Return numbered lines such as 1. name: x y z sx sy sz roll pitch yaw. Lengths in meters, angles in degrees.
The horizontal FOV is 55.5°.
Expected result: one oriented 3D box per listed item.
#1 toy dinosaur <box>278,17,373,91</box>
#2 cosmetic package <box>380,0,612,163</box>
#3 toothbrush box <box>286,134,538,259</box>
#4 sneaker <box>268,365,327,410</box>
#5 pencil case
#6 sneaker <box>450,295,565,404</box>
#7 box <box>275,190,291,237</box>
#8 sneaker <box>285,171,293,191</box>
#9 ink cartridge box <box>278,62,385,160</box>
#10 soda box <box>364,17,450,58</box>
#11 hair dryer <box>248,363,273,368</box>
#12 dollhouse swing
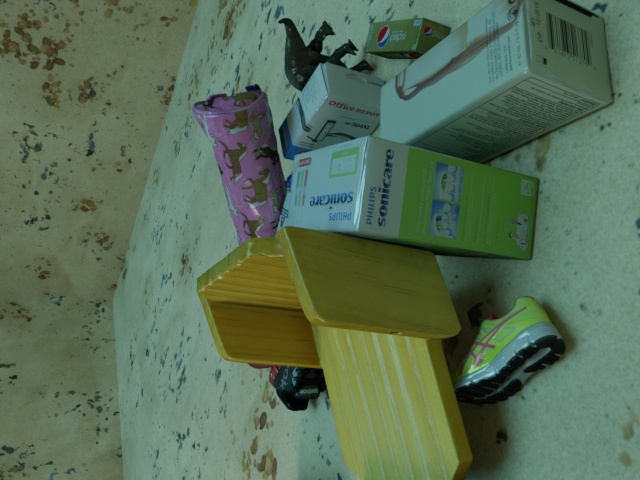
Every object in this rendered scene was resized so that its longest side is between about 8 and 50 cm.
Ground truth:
1. toy dinosaur: 0.000 -0.352 1.258 0.160 0.314 0.121 -41 72 21
2. cosmetic package: 0.225 -0.205 0.848 0.296 0.153 0.129 -24 60 57
3. toothbrush box: 0.124 -0.049 0.854 0.206 0.283 0.122 1 85 63
4. sneaker: -0.025 0.249 1.260 0.276 0.098 0.135 -66 31 32
5. pencil case: -0.146 -0.128 1.307 0.167 0.160 0.385 -59 -39 -53
6. sneaker: 0.237 0.151 0.823 0.208 0.082 0.094 -49 34 38
7. box: 0.000 0.000 1.170 0.247 0.142 0.163 -145 68 -73
8. sneaker: -0.072 -0.109 1.459 0.211 0.081 0.080 -64 31 28
9. ink cartridge box: 0.025 -0.247 1.237 0.203 0.148 0.085 -48 43 48
10. soda box: 0.154 -0.368 1.117 0.181 0.061 0.058 33 112 60
11. hair dryer: -0.135 0.208 1.499 0.293 0.080 0.223 54 130 52
12. dollhouse swing: -0.002 0.193 0.867 0.347 0.315 0.304 -30 55 57
